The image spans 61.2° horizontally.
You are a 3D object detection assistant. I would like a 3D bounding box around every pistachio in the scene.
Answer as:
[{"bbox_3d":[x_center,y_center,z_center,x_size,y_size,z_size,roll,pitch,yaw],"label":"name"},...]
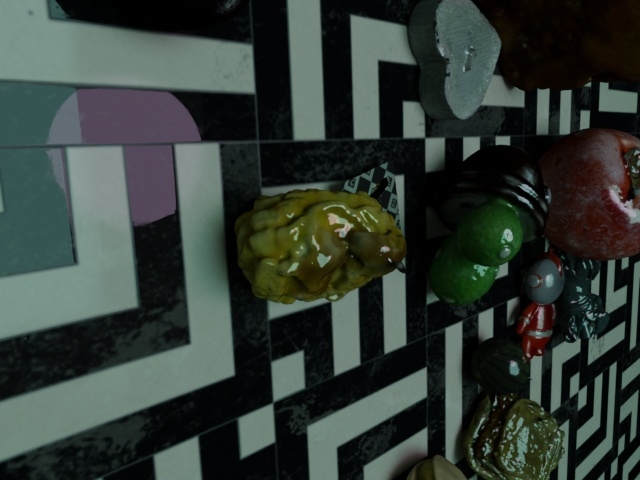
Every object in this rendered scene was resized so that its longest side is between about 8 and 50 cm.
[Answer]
[{"bbox_3d":[0.202,0.440,0.910,0.200,0.117,0.145,48,25,-28],"label":"pistachio"}]

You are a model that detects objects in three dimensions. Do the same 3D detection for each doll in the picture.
[{"bbox_3d":[0.460,0.128,1.135,0.142,0.076,0.245,-2,100,-44],"label":"doll"}]

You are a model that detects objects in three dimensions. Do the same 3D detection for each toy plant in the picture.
[{"bbox_3d":[0.255,-0.021,0.853,0.218,0.175,0.235,98,16,-67],"label":"toy plant"}]

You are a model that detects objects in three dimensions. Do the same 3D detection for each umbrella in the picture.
[{"bbox_3d":[0.594,0.066,1.241,0.143,0.094,0.349,-18,106,-45],"label":"umbrella"}]

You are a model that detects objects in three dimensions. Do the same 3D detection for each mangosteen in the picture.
[{"bbox_3d":[-0.126,-0.274,0.494,0.152,0.152,0.153,-7,100,-43],"label":"mangosteen"}]

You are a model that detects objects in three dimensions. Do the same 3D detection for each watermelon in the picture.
[{"bbox_3d":[0.345,0.239,1.012,0.133,0.105,0.105,28,76,-21],"label":"watermelon"}]

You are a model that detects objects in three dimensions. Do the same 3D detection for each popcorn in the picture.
[{"bbox_3d":[-0.004,0.003,0.641,0.194,0.163,0.140,-9,82,-11],"label":"popcorn"}]

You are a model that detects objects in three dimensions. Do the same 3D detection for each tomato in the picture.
[{"bbox_3d":[0.543,-0.086,1.075,0.270,0.227,0.270,13,61,-23],"label":"tomato"}]

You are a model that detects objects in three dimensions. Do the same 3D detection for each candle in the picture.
[{"bbox_3d":[0.217,-0.294,0.854,0.168,0.068,0.192,-28,115,-34],"label":"candle"}]

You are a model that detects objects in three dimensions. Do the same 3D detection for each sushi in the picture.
[{"bbox_3d":[0.066,-0.040,0.774,0.120,0.026,0.126,-29,119,-40],"label":"sushi"}]

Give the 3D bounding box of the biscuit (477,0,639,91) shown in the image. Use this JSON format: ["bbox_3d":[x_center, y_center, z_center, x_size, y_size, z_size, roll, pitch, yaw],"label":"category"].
[{"bbox_3d":[0.414,-0.430,0.842,0.395,0.342,0.166,50,60,-38],"label":"biscuit"}]

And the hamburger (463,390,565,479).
[{"bbox_3d":[0.364,0.393,1.061,0.206,0.130,0.183,41,65,-18],"label":"hamburger"}]
